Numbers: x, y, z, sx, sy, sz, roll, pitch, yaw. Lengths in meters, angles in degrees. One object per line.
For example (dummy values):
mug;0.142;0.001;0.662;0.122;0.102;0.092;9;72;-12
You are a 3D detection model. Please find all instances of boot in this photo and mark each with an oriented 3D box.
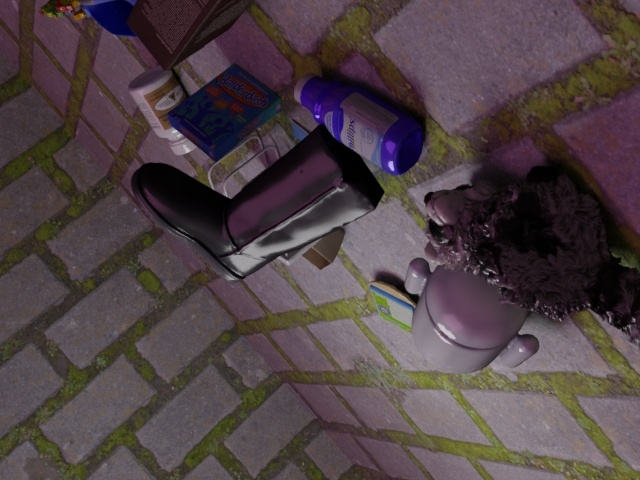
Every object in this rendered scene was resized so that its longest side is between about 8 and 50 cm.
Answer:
boot;-0.139;-0.116;1.763;0.445;0.146;0.367;-27;122;38

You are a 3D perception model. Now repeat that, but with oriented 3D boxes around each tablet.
tablet;-0.035;-0.239;1.914;0.083;0.006;0.054;40;158;22

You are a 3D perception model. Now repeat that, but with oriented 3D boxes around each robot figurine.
robot figurine;0.298;0.145;1.663;0.300;0.200;0.353;33;156;12

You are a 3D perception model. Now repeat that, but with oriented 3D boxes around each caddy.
caddy;-0.478;-0.597;1.915;0.341;0.179;0.241;20;147;51

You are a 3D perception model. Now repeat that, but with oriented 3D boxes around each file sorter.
file sorter;-0.117;-0.111;2.050;0.277;0.193;0.173;32;151;36

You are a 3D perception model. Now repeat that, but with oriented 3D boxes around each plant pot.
plant pot;0.000;0.000;2.127;0.109;0.096;0.109;39;161;-6

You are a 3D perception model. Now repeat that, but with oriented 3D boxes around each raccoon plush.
raccoon plush;0.360;0.064;1.420;0.446;0.216;0.299;50;167;-7

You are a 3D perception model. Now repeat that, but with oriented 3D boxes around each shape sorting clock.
shape sorting clock;0.204;0.176;2.126;0.206;0.040;0.206;36;156;19

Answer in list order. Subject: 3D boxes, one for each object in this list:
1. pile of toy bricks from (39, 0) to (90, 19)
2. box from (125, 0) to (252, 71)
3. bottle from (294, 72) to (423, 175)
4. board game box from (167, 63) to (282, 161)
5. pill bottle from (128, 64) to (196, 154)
pile of toy bricks;-0.780;-0.694;2.440;0.212;0.105;0.118;35;156;30
box;-0.207;-0.476;1.526;0.143;0.191;0.381;51;152;-7
bottle;0.068;-0.235;1.593;0.283;0.092;0.118;36;152;29
board game box;-0.217;-0.295;1.888;0.160;0.210;0.047;38;156;22
pill bottle;-0.420;-0.357;2.288;0.131;0.131;0.229;20;146;51
